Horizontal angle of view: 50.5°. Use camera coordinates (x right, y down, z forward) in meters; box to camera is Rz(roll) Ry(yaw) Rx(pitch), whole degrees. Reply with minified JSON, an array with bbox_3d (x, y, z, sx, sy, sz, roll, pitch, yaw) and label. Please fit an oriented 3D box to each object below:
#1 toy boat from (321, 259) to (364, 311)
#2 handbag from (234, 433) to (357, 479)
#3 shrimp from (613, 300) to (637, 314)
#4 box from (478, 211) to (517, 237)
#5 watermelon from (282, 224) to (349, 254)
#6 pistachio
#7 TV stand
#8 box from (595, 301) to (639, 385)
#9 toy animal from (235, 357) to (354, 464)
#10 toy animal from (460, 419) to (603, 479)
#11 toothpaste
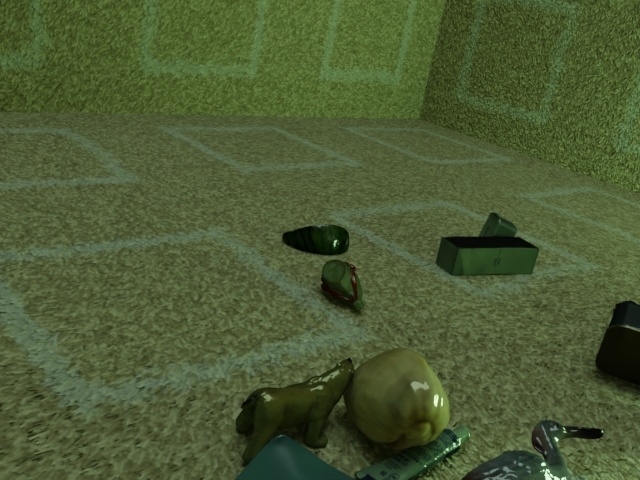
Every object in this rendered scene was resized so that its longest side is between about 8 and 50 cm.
[{"bbox_3d":[0.046,0.091,1.499,0.089,0.071,0.185,-35,28,0],"label":"toy boat"},{"bbox_3d":[-0.047,0.338,0.825,0.144,0.057,0.221,25,22,17],"label":"handbag"},{"bbox_3d":[0.773,0.217,1.501,0.222,0.054,0.290,2,28,-1],"label":"shrimp"},{"bbox_3d":[0.504,-0.012,1.941,0.069,0.122,0.084,20,20,-10],"label":"box"},{"bbox_3d":[0.002,0.008,1.752,0.182,0.075,0.092,4,-23,-21],"label":"watermelon"},{"bbox_3d":[0.117,0.236,1.022,0.117,0.145,0.200,27,-10,-19],"label":"pistachio"},{"bbox_3d":[0.449,0.040,1.821,0.270,0.082,0.088,-1,24,-26],"label":"TV stand"},{"bbox_3d":[0.664,0.214,1.337,0.201,0.144,0.090,18,45,23],"label":"box"},{"bbox_3d":[-0.032,0.243,1.007,0.219,0.101,0.103,-5,24,-36],"label":"toy animal"},{"bbox_3d":[0.280,0.338,0.927,0.195,0.090,0.324,22,31,12],"label":"toy animal"},{"bbox_3d":[0.146,0.317,0.994,0.216,0.037,0.062,-13,21,-40],"label":"toothpaste"}]
